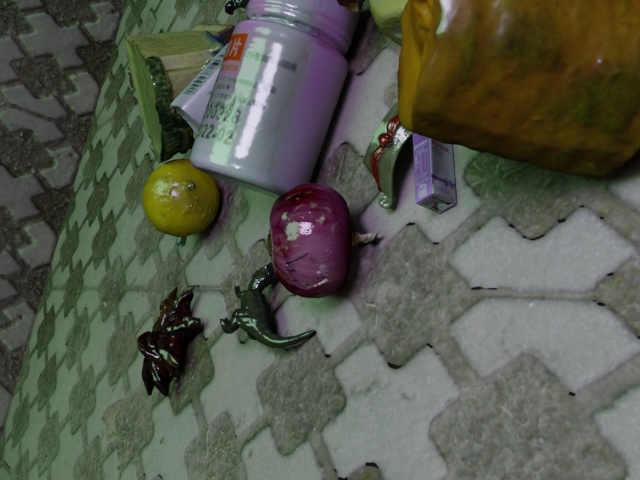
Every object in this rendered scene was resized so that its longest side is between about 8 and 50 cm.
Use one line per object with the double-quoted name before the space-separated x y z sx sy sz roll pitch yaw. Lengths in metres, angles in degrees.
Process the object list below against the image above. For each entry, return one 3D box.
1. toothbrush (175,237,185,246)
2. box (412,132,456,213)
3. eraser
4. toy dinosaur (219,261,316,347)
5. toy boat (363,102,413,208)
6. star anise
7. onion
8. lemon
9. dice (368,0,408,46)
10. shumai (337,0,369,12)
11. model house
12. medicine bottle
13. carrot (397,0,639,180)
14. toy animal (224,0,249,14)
"toothbrush" -0.329 -0.122 1.718 0.024 0.021 0.288 -11 64 42
"box" 0.155 -0.100 0.939 0.036 0.051 0.117 -27 54 46
"eraser" -0.149 -0.321 1.350 0.287 0.130 0.086 -50 36 -10
"toy dinosaur" -0.094 0.103 1.180 0.179 0.087 0.187 -35 48 45
"toy boat" 0.115 -0.140 1.005 0.071 0.089 0.185 30 103 13
"star anise" -0.355 0.216 1.505 0.272 0.102 0.272 -38 42 44
"onion" -0.011 0.000 1.054 0.177 0.153 0.177 4 94 60
"lemon" -0.314 -0.092 1.539 0.206 0.173 0.173 -41 43 42
"dice" 0.181 -0.346 0.917 0.169 0.166 0.169 14 85 58
"shumai" 0.103 -0.446 1.022 0.184 0.185 0.218 20 112 18
"model house" -0.273 -0.338 1.533 0.321 0.266 0.261 -132 30 -53
"medicine bottle" -0.073 -0.280 1.220 0.219 0.219 0.388 20 91 58
"carrot" 0.228 -0.203 0.727 0.241 0.341 0.241 -167 90 -88
"toy animal" -0.152 -0.587 1.632 0.121 0.094 0.225 -1 72 47
